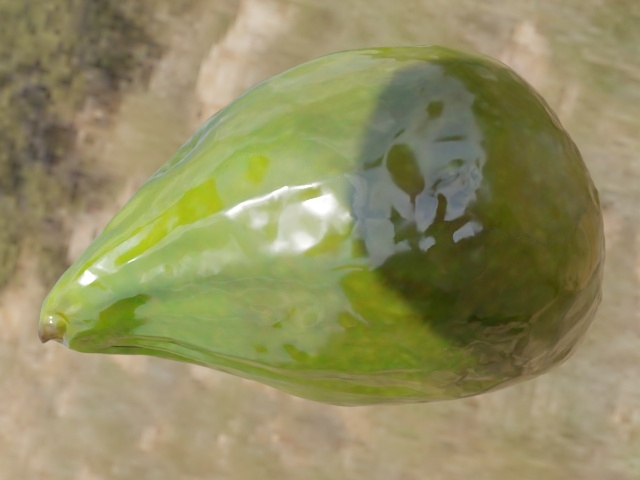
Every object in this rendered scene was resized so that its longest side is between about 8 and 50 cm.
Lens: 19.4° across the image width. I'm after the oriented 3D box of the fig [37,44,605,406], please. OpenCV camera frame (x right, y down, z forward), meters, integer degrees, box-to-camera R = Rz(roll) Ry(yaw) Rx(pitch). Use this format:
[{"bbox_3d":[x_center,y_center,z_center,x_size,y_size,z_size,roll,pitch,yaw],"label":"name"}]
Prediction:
[{"bbox_3d":[0.010,-0.009,0.814,0.167,0.233,0.167,11,-90,-87],"label":"fig"}]
